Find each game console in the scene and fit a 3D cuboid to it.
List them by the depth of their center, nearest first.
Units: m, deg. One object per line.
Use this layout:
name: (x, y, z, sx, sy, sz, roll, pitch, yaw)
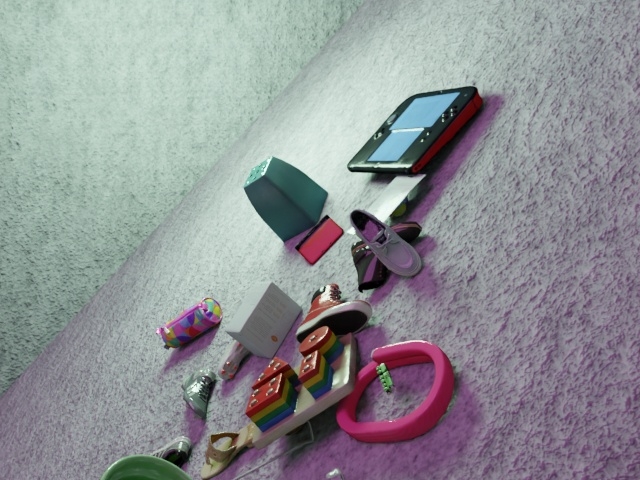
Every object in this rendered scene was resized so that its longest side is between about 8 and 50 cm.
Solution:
game console: (0.275, -0.327, 2.145, 0.342, 0.060, 0.386, -45, 22, -15)
game console: (0.000, 0.000, 2.194, 0.144, 0.085, 0.124, -46, -7, 1)

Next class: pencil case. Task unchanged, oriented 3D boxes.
pencil case: (-0.433, 0.276, 2.373, 0.236, 0.104, 0.104, -32, 28, 27)

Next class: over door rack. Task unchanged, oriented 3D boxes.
over door rack: (-0.102, 0.539, 1.451, 0.324, 0.108, 0.239, -35, 23, -9)

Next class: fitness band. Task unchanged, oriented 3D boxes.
fitness band: (0.148, 0.304, 1.446, 0.291, 0.054, 0.209, -22, 35, 45)

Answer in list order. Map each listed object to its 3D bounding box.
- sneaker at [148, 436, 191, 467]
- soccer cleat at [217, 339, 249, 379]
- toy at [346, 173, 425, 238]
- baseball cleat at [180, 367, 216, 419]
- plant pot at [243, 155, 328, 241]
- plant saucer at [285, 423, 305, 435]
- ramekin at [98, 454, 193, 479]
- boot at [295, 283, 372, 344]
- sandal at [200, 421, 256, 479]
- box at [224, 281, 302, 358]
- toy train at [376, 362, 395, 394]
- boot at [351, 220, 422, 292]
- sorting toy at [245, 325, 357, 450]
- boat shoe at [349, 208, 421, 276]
sneaker: (-0.415, 0.593, 1.900, 0.170, 0.063, 0.075, -37, 19, 9)
soccer cleat: (-0.230, 0.306, 2.040, 0.196, 0.068, 0.076, -53, 22, -7)
toy: (0.190, -0.086, 1.963, 0.237, 0.056, 0.137, -45, 23, -12)
baseball cleat: (-0.342, 0.422, 2.036, 0.109, 0.072, 0.206, -41, 28, -4)
plant pot: (-0.126, -0.152, 2.361, 0.165, 0.234, 0.165, -27, 30, 37)
plant saucer: (-0.056, 0.416, 1.649, 0.083, 0.015, 0.083, -37, 25, 21)
ramekin: (-0.382, 0.629, 1.526, 0.148, 0.303, 0.303, -46, 23, 21)
boot: (0.047, 0.157, 1.797, 0.244, 0.088, 0.176, -28, 29, 43)
sandal: (-0.233, 0.490, 1.744, 0.240, 0.079, 0.088, -37, 26, 20)
box: (-0.156, 0.218, 1.973, 0.091, 0.130, 0.170, -4, 47, 55)
toy train: (0.132, 0.277, 1.435, 0.024, 0.017, 0.083, -34, 28, 8)
boot: (0.174, 0.045, 1.803, 0.198, 0.077, 0.137, -28, 46, 27)
sorting toy: (-0.049, 0.310, 1.615, 0.257, 0.089, 0.255, -35, 11, 14)
boat shoe: (0.150, 0.003, 1.746, 0.079, 0.081, 0.227, -48, 60, 3)
